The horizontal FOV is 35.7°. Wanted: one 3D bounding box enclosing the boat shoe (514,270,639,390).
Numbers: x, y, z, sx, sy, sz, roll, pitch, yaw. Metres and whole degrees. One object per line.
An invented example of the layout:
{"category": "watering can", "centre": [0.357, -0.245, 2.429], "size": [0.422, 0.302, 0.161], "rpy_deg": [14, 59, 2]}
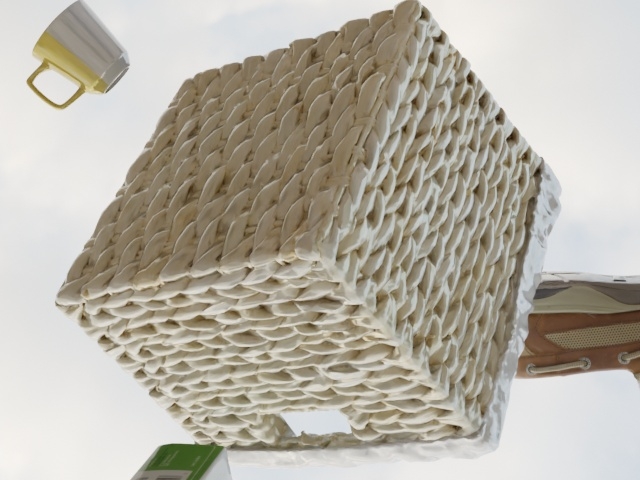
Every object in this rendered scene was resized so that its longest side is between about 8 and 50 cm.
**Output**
{"category": "boat shoe", "centre": [0.327, 0.090, 0.947], "size": [0.325, 0.123, 0.116], "rpy_deg": [0, -87, 22]}

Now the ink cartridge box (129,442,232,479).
{"category": "ink cartridge box", "centre": [-0.099, 0.274, 0.759], "size": [0.062, 0.209, 0.109], "rpy_deg": [-4, -161, 21]}

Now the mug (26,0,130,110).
{"category": "mug", "centre": [-0.196, -0.148, 0.816], "size": [0.078, 0.064, 0.062], "rpy_deg": [-45, -171, 26]}

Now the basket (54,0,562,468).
{"category": "basket", "centre": [0.000, 0.000, 0.911], "size": [0.328, 0.266, 0.331], "rpy_deg": [-11, -140, 37]}
